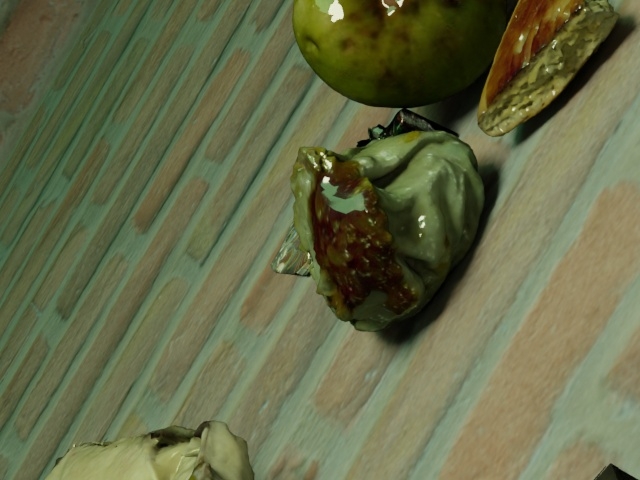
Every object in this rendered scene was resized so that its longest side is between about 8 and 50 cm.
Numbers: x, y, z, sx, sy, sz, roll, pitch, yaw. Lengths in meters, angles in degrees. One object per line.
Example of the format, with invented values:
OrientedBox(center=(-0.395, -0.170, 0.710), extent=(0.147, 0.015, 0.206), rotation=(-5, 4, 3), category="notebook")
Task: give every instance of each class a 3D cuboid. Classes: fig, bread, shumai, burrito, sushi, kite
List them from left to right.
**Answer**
OrientedBox(center=(-0.144, 0.256, 1.532), extent=(0.190, 0.135, 0.332), rotation=(-54, 18, -25), category="burrito")
OrientedBox(center=(0.003, 0.001, 1.728), extent=(0.127, 0.016, 0.229), rotation=(-60, 16, 10), category="kite")
OrientedBox(center=(0.022, -0.017, 1.470), extent=(0.184, 0.142, 0.184), rotation=(-22, 58, 40), category="shumai")
OrientedBox(center=(0.063, -0.059, 1.604), extent=(0.085, 0.056, 0.083), rotation=(-13, 57, 63), category="sushi")
OrientedBox(center=(0.069, -0.198, 1.606), extent=(0.181, 0.181, 0.191), rotation=(-59, -9, 3), category="fig")
OrientedBox(center=(0.167, -0.138, 1.454), extent=(0.136, 0.054, 0.154), rotation=(-56, 14, 7), category="bread")

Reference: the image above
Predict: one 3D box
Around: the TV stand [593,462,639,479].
OrientedBox(center=(0.107, 0.240, 1.077), extent=(0.256, 0.040, 0.049), rotation=(-53, 21, 19), category="TV stand")
